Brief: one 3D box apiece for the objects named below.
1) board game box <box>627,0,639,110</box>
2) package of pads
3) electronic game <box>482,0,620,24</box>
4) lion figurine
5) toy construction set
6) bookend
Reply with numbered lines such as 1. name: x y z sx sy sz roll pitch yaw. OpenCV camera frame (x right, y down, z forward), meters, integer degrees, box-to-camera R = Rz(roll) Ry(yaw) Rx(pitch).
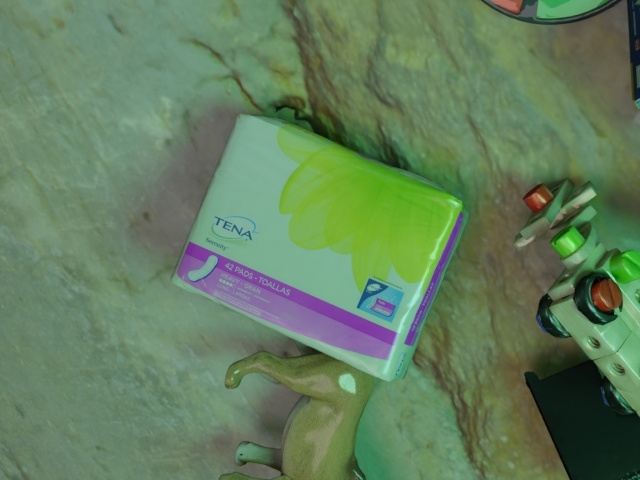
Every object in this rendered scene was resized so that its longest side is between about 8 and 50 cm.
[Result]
1. board game box: 0.355 -0.132 0.934 0.060 0.194 0.194 -25 125 34
2. package of pads: 0.000 0.000 1.170 0.297 0.101 0.229 22 90 16
3. electronic game: 0.223 -0.324 0.983 0.229 0.048 0.229 11 118 22
4. lion figurine: -0.001 0.248 1.324 0.240 0.142 0.392 11 114 14
5. toy construction set: 0.330 0.064 1.029 0.328 0.215 0.151 41 145 8
6. bookend: 0.334 0.197 1.151 0.156 0.072 0.157 -24 72 5
